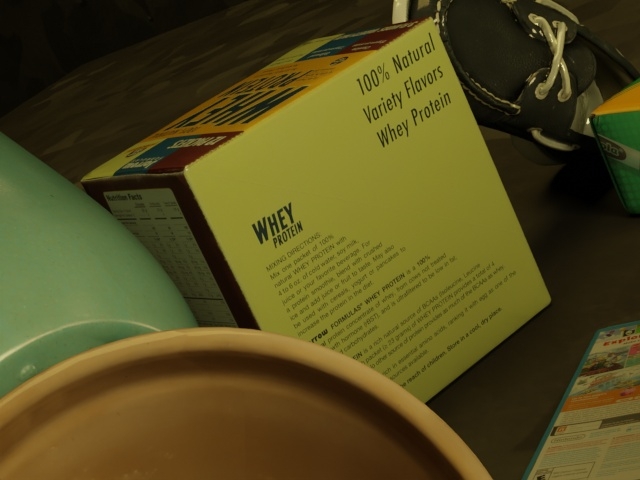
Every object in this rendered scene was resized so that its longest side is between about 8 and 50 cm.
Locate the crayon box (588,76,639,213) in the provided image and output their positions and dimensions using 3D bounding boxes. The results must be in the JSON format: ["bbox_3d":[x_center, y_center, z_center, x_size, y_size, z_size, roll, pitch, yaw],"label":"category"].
[{"bbox_3d":[0.330,-0.091,0.910,0.165,0.081,0.278,-35,19,-30],"label":"crayon box"}]

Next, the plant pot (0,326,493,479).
[{"bbox_3d":[-0.038,0.159,0.524,0.237,0.237,0.110,-27,-20,-7],"label":"plant pot"}]

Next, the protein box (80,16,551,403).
[{"bbox_3d":[0.000,0.000,0.894,0.200,0.201,0.136,-35,19,-29],"label":"protein box"}]

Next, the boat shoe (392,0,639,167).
[{"bbox_3d":[0.153,-0.122,1.018,0.091,0.114,0.302,0,-6,33],"label":"boat shoe"}]

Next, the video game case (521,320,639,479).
[{"bbox_3d":[0.175,0.080,0.725,0.119,0.015,0.166,-15,19,32],"label":"video game case"}]

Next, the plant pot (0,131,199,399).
[{"bbox_3d":[-0.192,0.093,0.779,0.293,0.293,0.235,-34,37,-28],"label":"plant pot"}]
